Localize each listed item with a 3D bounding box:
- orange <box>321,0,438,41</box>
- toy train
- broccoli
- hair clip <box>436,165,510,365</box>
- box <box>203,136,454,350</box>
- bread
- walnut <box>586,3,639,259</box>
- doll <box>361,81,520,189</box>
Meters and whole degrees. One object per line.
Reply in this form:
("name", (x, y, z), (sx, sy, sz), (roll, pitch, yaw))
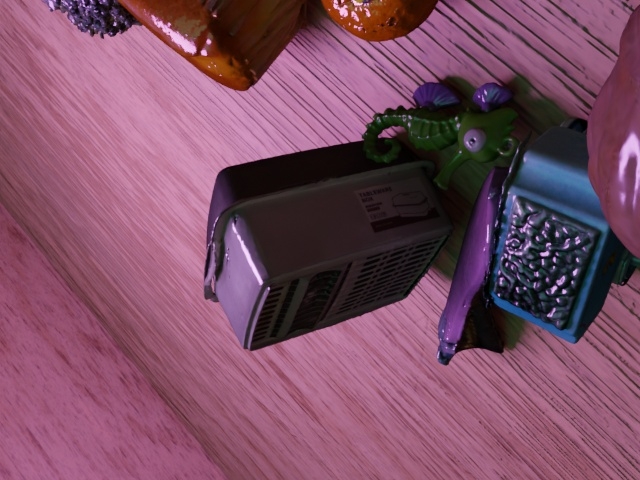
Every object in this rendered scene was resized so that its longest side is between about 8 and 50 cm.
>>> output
("orange", (0.061, -0.267, 0.583), (0.135, 0.118, 0.136), (21, 139, 20))
("toy train", (0.234, -0.014, 0.547), (0.112, 0.163, 0.204), (25, 137, 34))
("broccoli", (-0.374, -0.462, 0.934), (0.275, 0.177, 0.199), (59, 154, 17))
("hair clip", (0.183, 0.038, 0.701), (0.095, 0.110, 0.359), (38, 157, 32))
("box", (0.000, 0.000, 0.741), (0.166, 0.290, 0.221), (62, 152, 27))
("bread", (-0.162, -0.313, 0.738), (0.288, 0.156, 0.204), (40, 173, 11))
("walnut", (0.290, -0.080, 0.332), (0.273, 0.273, 0.227), (-11, 71, 54))
("doll", (0.126, -0.115, 0.647), (0.190, 0.115, 0.050), (17, 172, 40))
